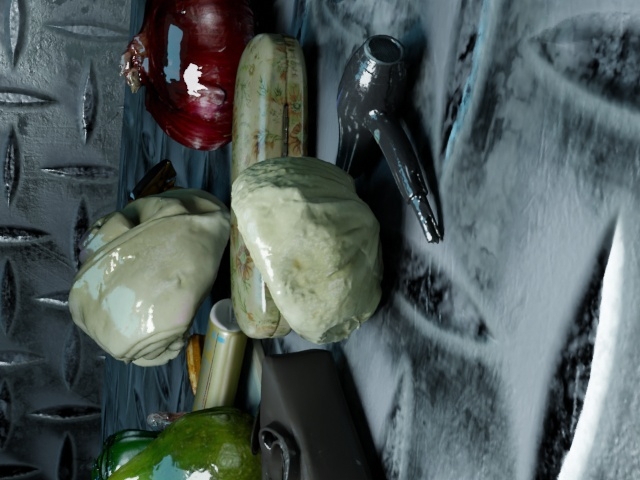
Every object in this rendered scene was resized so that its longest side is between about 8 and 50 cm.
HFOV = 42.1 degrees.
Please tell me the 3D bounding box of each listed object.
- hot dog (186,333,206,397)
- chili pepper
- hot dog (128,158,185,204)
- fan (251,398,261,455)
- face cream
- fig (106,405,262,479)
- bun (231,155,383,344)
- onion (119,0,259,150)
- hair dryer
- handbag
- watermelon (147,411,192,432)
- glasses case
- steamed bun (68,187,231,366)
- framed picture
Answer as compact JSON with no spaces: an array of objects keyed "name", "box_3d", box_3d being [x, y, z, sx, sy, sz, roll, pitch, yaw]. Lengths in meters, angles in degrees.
[{"name":"hot dog","box_3d":[-0.209,0.232,1.478,0.038,0.062,0.144,-38,49,33]},{"name":"chili pepper","box_3d":[-0.303,0.471,1.515,0.248,0.256,0.233,128,144,-55]},{"name":"hot dog","box_3d":[-0.308,-0.015,1.761,0.107,0.194,0.326,34,160,17]},{"name":"fan","box_3d":[-0.075,0.249,1.080,0.133,0.005,0.085,90,-166,-46]},{"name":"face cream","box_3d":[-0.170,0.248,1.352,0.139,0.067,0.285,-100,22,-72]},{"name":"fig","box_3d":[-0.200,0.331,1.196,0.203,0.235,0.203,-170,90,-74]},{"name":"bun","box_3d":[0.000,0.000,0.906,0.221,0.134,0.220,60,-171,-16]},{"name":"onion","box_3d":[-0.213,-0.306,1.365,0.314,0.232,0.314,-179,90,-70]},{"name":"hair dryer","box_3d":[0.072,-0.077,0.862,0.196,0.075,0.219,104,150,-54]},{"name":"handbag","box_3d":[-0.016,0.306,0.985,0.285,0.113,0.257,-110,23,-44]},{"name":"watermelon","box_3d":[-0.268,0.361,1.621,0.071,0.139,0.187,-67,4,-38]},{"name":"glasses case","box_3d":[-0.073,-0.076,1.168,0.156,0.097,0.426,178,93,-72]},{"name":"steamed bun","box_3d":[-0.316,0.057,1.491,0.339,0.247,0.352,128,161,-61]},{"name":"framed picture","box_3d":[-0.130,0.273,1.382,0.335,0.022,0.247,-114,36,-50]}]
